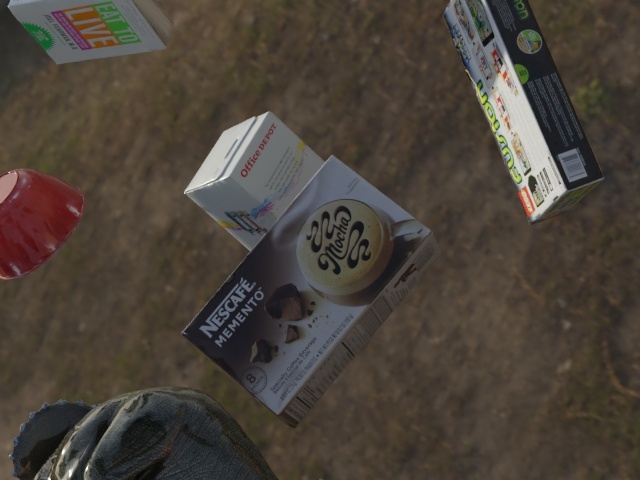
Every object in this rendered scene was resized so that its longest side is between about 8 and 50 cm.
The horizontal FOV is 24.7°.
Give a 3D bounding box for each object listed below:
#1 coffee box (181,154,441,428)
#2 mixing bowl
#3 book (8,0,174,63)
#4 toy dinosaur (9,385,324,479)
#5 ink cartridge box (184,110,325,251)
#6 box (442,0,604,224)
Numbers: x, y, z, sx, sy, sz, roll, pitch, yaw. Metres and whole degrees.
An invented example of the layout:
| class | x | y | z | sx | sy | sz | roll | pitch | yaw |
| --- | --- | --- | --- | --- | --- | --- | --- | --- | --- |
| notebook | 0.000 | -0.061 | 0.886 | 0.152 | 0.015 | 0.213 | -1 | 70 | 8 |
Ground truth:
| class | x | y | z | sx | sy | sz | roll | pitch | yaw |
| --- | --- | --- | --- | --- | --- | --- | --- | --- | --- |
| coffee box | -0.009 | 0.066 | 1.838 | 0.168 | 0.119 | 0.297 | 39 | 85 | 18 |
| mixing bowl | -0.451 | -0.041 | 2.184 | 0.181 | 0.098 | 0.181 | -29 | 34 | 22 |
| book | -0.240 | -0.233 | 1.531 | 0.144 | 0.096 | 0.035 | -5 | 56 | 27 |
| toy dinosaur | -0.128 | 0.158 | 0.976 | 0.313 | 0.121 | 0.160 | -28 | 48 | 45 |
| ink cartridge box | -0.074 | -0.072 | 2.077 | 0.127 | 0.176 | 0.128 | -15 | 38 | 52 |
| box | 0.167 | -0.126 | 1.233 | 0.114 | 0.036 | 0.207 | 119 | 131 | -75 |
